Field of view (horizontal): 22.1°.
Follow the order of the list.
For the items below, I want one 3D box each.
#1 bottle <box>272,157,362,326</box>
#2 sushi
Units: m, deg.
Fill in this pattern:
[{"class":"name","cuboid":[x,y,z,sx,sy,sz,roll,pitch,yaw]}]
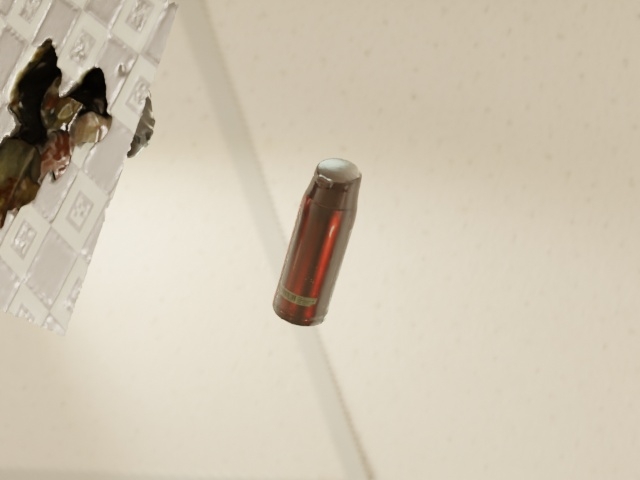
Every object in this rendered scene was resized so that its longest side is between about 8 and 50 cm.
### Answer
[{"class":"bottle","cuboid":[0.000,0.000,1.565,0.060,0.060,0.164,19,-62,5]},{"class":"sushi","cuboid":[-0.257,-0.089,1.648,0.069,0.339,0.320,20,-3,-42]}]
